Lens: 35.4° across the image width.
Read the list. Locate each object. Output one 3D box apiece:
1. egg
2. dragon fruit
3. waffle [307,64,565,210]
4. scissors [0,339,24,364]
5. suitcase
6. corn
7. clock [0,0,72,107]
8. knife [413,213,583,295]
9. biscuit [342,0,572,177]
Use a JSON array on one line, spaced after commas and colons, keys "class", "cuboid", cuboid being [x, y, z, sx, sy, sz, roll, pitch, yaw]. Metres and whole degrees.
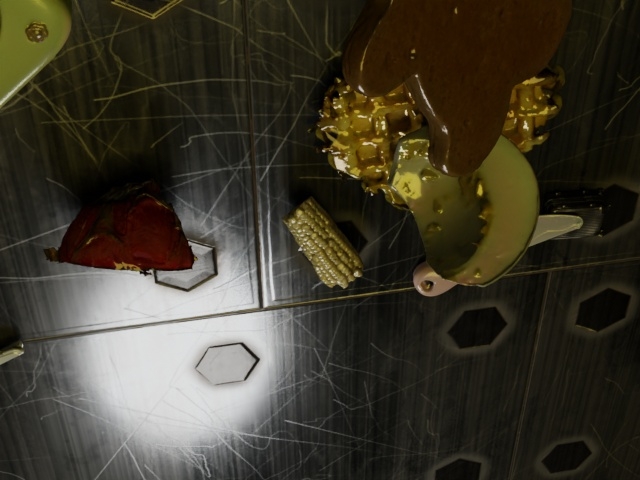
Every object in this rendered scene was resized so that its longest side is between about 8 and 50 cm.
[{"class": "egg", "cuboid": [0.235, -0.058, 1.602, 0.206, 0.271, 0.162, -24, 170, -4]}, {"class": "dragon fruit", "cuboid": [-0.313, -0.030, 1.634, 0.218, 0.223, 0.148, -4, 100, -56]}, {"class": "waffle", "cuboid": [0.192, -0.209, 1.648, 0.379, 0.095, 0.382, 26, 122, -30]}, {"class": "scissors", "cuboid": [-0.652, 0.247, 1.863, 0.242, 0.030, 0.118, -26, 132, 11]}, {"class": "suitcase", "cuboid": [0.473, -0.048, 1.875, 0.126, 0.059, 0.086, -4, 130, -8]}, {"class": "corn", "cuboid": [0.000, 0.000, 1.788, 0.087, 0.087, 0.211, -29, 125, 11]}, {"class": "clock", "cuboid": [-0.538, -0.328, 1.347, 0.286, 0.117, 0.348, -37, 128, 17]}, {"class": "knife", "cuboid": [0.323, 0.011, 1.874, 0.336, 0.043, 0.081, -27, 117, 17]}, {"class": "biscuit", "cuboid": [0.198, -0.308, 1.383, 0.368, 0.076, 0.394, -57, 141, -1]}]
